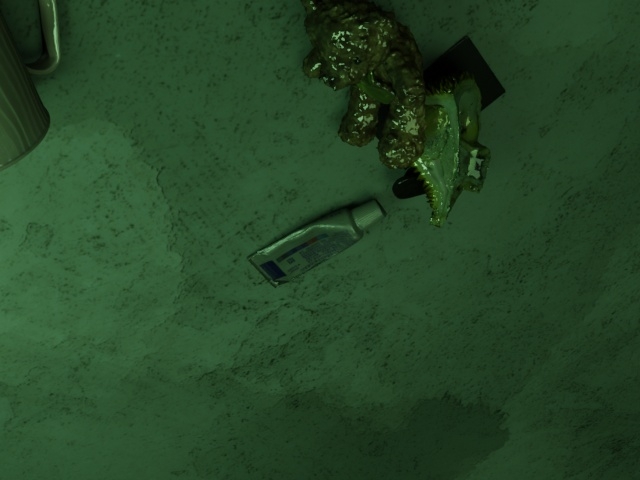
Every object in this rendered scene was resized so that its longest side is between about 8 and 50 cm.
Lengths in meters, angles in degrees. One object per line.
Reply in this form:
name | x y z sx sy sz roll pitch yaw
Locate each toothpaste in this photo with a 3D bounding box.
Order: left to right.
toothpaste | 0.001 0.002 1.876 0.282 0.068 0.099 -28 104 14

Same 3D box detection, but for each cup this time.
cup | -0.501 -0.248 1.345 0.288 0.208 0.273 -18 131 -7

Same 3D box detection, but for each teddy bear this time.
teddy bear | 0.071 -0.259 1.573 0.222 0.246 0.296 -19 129 -44

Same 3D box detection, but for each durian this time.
durian | 0.238 -0.178 1.738 0.172 0.166 0.306 -9 122 -20

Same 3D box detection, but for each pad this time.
pad | 0.216 -0.252 1.786 0.245 0.006 0.170 -38 132 11

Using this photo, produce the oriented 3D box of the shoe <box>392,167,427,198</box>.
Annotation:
shoe | 0.200 -0.126 1.861 0.179 0.049 0.071 -11 150 -37
